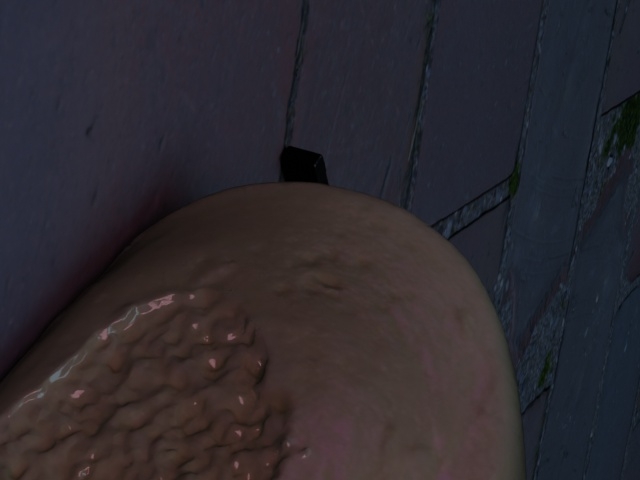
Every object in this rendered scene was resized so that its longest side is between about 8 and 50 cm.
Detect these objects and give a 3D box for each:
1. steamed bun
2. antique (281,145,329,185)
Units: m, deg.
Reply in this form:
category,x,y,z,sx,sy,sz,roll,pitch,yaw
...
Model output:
category,x,y,z,sx,sy,sz,roll,pitch,yaw
steamed bun,-0.029,0.225,0.927,0.371,0.289,0.456,82,31,-45
antique,0.000,0.000,1.206,0.192,0.031,0.015,77,34,-50
